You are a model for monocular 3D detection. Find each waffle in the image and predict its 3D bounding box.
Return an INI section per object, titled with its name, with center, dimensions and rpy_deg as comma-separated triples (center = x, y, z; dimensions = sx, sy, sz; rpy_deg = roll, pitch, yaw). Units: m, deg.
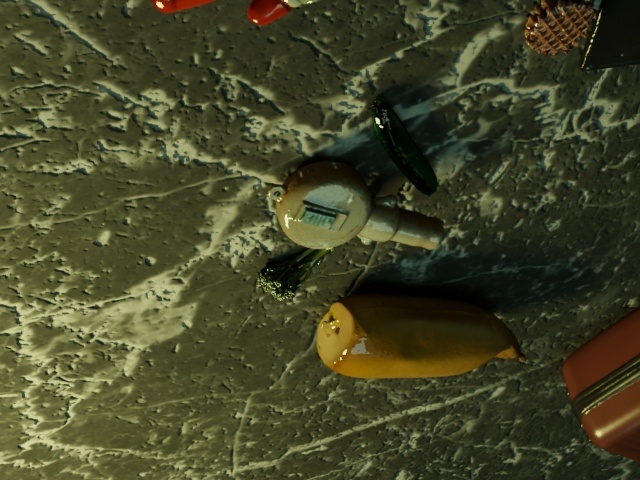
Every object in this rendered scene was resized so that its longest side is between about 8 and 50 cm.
[waffle]
center = 0.251, -0.229, 1.818
dimensions = 0.075, 0.029, 0.083
rpy_deg = -6, 142, -27

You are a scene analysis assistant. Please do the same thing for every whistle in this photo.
[whistle]
center = 0.040, -0.028, 1.949
dimensions = 0.220, 0.057, 0.107
rpy_deg = 14, 124, -28

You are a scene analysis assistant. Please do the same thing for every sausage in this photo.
[sausage]
center = 0.143, 0.125, 2.222
dimensions = 0.328, 0.112, 0.112
rpy_deg = 5, 140, -35

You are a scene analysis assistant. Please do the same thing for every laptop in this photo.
[laptop]
center = 0.385, -0.241, 1.887
dimensions = 0.197, 0.016, 0.135
rpy_deg = -10, 145, -16

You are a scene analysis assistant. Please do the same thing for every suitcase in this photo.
[suitcase]
center = 0.511, 0.211, 2.500
dimensions = 0.236, 0.161, 0.297
rpy_deg = -37, 144, 25

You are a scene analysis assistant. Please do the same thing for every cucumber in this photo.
[cucumber]
center = 0.091, -0.100, 1.921
dimensions = 0.036, 0.033, 0.184
rpy_deg = -8, 151, 21

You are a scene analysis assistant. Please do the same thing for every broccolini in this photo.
[broccolini]
center = 0.003, 0.000, 2.031
dimensions = 0.194, 0.054, 0.052
rpy_deg = -46, 165, 21

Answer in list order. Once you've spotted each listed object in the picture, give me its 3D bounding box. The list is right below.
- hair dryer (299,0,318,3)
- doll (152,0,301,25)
[hair dryer]
center = 0.015, -0.318, 1.410
dimensions = 0.267, 0.092, 0.229
rpy_deg = -16, 107, -6
[doll]
center = 0.000, -0.299, 1.500
dimensions = 0.336, 0.105, 0.200
rpy_deg = -16, 123, 3
